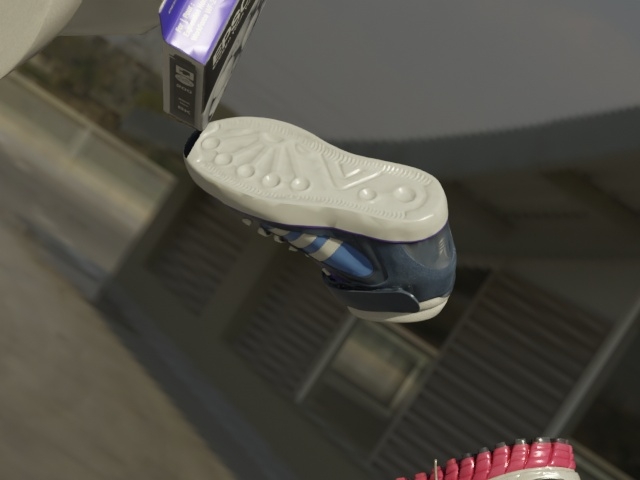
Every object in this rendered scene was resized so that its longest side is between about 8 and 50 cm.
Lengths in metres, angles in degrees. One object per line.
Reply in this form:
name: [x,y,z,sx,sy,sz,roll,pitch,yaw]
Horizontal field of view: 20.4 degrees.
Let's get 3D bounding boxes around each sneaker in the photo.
sneaker: [0.084,0.259,1.535,0.121,0.299,0.112,20,53,-63]
sneaker: [0.001,0.000,2.043,0.323,0.130,0.236,15,-38,17]

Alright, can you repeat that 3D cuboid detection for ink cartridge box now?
ink cartridge box: [-0.062,-0.209,1.343,0.045,0.206,0.208,23,-15,3]

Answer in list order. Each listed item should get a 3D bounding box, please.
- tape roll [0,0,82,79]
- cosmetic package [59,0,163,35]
tape roll: [-0.352,-0.291,1.380,0.392,0.392,0.072,33,37,7]
cosmetic package: [-0.225,-0.446,1.761,0.162,0.453,0.230,-5,-4,-27]
